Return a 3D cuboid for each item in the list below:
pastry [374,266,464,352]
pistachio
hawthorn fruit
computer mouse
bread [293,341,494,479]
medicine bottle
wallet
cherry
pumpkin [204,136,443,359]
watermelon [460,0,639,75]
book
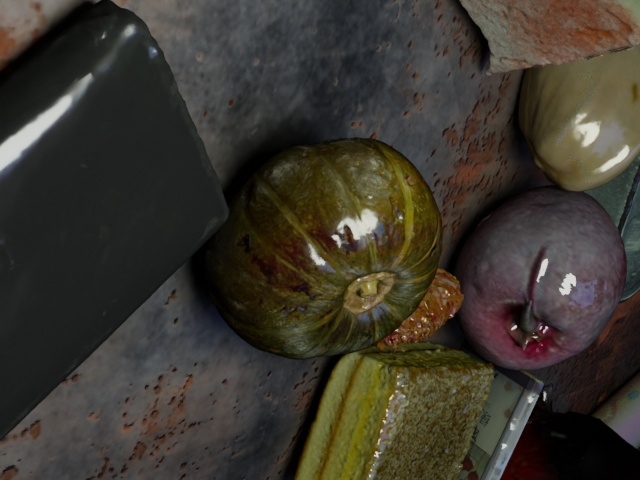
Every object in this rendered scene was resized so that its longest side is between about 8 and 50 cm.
[{"bbox_3d":[0.090,0.075,1.162,0.169,0.087,0.063,-14,136,-46],"label":"pastry"},{"bbox_3d":[0.305,-0.167,1.227,0.138,0.153,0.238,60,35,-60],"label":"pistachio"},{"bbox_3d":[0.309,0.366,1.433,0.316,0.316,0.316,-30,133,-38],"label":"hawthorn fruit"},{"bbox_3d":[0.408,-0.087,1.417,0.203,0.114,0.374,2,115,-46],"label":"computer mouse"},{"bbox_3d":[0.082,0.210,1.214,0.234,0.110,0.184,8,103,-55],"label":"bread"},{"bbox_3d":[0.578,0.274,1.884,0.426,0.108,0.108,-27,131,-42],"label":"medicine bottle"},{"bbox_3d":[-0.240,0.038,0.736,0.406,0.062,0.228,-45,141,-22],"label":"wallet"},{"bbox_3d":[0.250,0.044,1.240,0.213,0.183,0.266,-44,-175,45],"label":"cherry"},{"bbox_3d":[0.000,0.000,0.943,0.219,0.162,0.219,-20,143,-16],"label":"pumpkin"},{"bbox_3d":[0.246,-0.270,1.058,0.193,0.231,0.310,55,23,-49],"label":"watermelon"},{"bbox_3d":[0.174,0.246,1.316,0.026,0.157,0.231,22,95,-26],"label":"book"}]
